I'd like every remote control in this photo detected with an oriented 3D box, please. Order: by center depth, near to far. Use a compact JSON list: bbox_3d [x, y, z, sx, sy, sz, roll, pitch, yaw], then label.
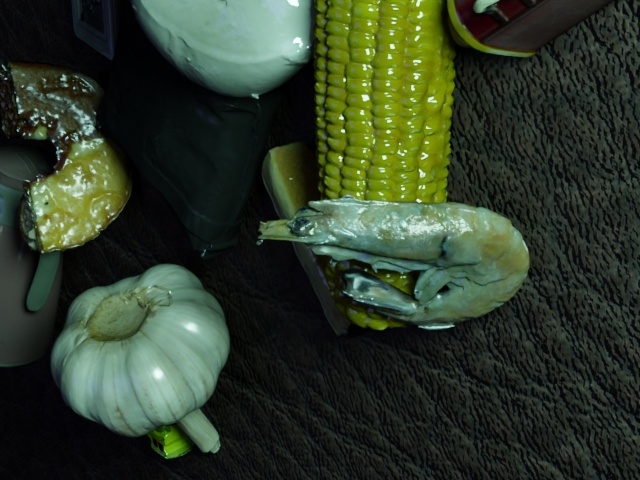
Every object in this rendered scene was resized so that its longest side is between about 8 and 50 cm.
[{"bbox_3d":[-0.235,-0.358,1.610,0.109,0.055,0.313,35,133,50],"label":"remote control"}]

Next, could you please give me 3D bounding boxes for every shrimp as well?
[{"bbox_3d":[0.057,0.019,1.214,0.047,0.223,0.126,-91,9,-53],"label":"shrimp"}]

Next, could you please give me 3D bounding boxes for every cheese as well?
[{"bbox_3d":[-0.082,-0.214,1.335,0.198,0.154,0.189,38,180,1],"label":"cheese"}]

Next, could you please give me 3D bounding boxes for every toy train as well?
[{"bbox_3d":[-0.233,0.172,1.777,0.249,0.053,0.085,29,129,46],"label":"toy train"}]

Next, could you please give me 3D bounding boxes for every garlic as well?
[{"bbox_3d":[-0.169,0.148,1.620,0.199,0.199,0.226,28,155,46],"label":"garlic"}]

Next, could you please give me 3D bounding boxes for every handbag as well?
[{"bbox_3d":[-0.148,-0.130,1.537,0.247,0.080,0.223,51,138,32],"label":"handbag"}]

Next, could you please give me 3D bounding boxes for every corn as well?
[{"bbox_3d":[0.054,-0.096,1.245,0.120,0.120,0.363,24,123,48],"label":"corn"}]

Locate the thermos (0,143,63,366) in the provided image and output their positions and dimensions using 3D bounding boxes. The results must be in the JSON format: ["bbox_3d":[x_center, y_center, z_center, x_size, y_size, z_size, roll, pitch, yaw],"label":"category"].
[{"bbox_3d":[-0.374,0.017,1.847,0.176,0.146,0.265,47,130,39],"label":"thermos"}]

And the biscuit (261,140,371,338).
[{"bbox_3d":[0.000,0.000,1.404,0.188,0.052,0.056,65,159,15],"label":"biscuit"}]

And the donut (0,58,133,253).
[{"bbox_3d":[-0.292,-0.091,1.703,0.085,0.141,0.217,-20,77,64],"label":"donut"}]

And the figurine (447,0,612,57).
[{"bbox_3d":[0.141,-0.184,1.113,0.154,0.098,0.082,-29,81,51],"label":"figurine"}]
